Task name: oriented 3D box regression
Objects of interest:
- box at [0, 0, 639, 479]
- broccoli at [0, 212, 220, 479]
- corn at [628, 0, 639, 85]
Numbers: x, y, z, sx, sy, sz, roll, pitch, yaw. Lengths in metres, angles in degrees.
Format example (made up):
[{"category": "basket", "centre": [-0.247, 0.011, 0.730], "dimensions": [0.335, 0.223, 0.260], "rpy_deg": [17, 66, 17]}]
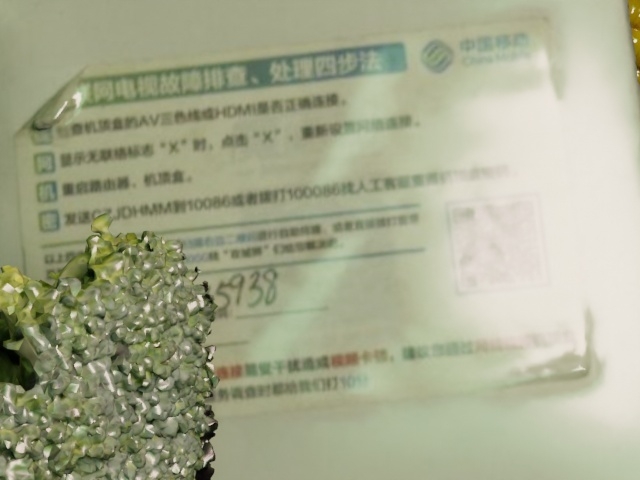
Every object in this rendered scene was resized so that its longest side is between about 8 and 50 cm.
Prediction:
[{"category": "box", "centre": [0.001, 0.000, 0.723], "dimensions": [0.396, 0.111, 0.397], "rpy_deg": [-6, 84, 1]}, {"category": "broccoli", "centre": [-0.208, 0.039, 0.606], "dimensions": [0.221, 0.252, 0.361], "rpy_deg": [-21, 70, -34]}, {"category": "corn", "centre": [0.110, -0.190, 0.846], "dimensions": [0.344, 0.131, 0.131], "rpy_deg": [18, 75, -10]}]
